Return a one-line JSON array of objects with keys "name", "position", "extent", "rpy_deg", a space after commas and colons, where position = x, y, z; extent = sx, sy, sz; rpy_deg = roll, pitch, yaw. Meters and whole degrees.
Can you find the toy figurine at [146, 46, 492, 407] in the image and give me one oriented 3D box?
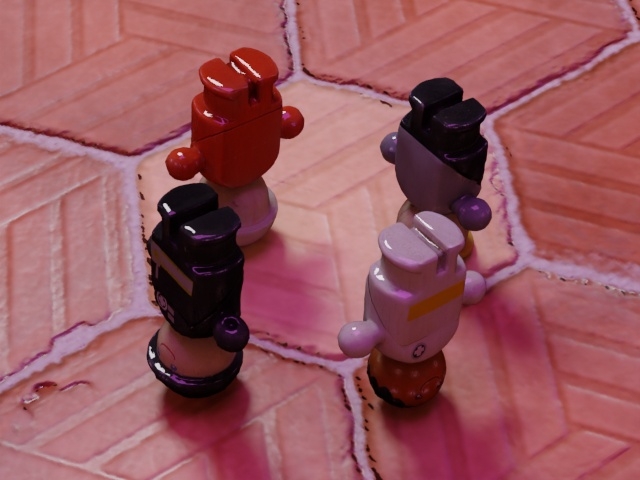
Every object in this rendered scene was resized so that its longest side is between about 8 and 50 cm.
[{"name": "toy figurine", "position": [0.000, 0.000, 1.154], "extent": [0.209, 0.148, 0.213], "rpy_deg": [7, 43, 2]}]
